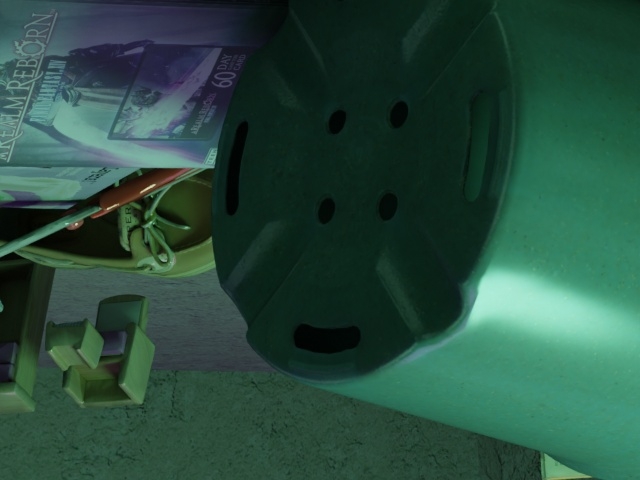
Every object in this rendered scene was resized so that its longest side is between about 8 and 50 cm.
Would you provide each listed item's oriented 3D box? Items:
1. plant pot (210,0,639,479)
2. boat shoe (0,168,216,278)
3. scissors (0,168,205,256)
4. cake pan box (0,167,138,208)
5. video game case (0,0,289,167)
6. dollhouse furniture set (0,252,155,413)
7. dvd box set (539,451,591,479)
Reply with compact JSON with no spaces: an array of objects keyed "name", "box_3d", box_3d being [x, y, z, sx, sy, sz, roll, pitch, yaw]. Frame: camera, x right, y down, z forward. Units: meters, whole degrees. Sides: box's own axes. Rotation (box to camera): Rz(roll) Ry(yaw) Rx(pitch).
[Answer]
[{"name":"plant pot","box_3d":[0.137,-0.015,1.062,0.334,0.341,0.341,13,163,-39]},{"name":"boat shoe","box_3d":[-0.184,-0.015,1.584,0.285,0.104,0.089,-9,172,35]},{"name":"scissors","box_3d":[-0.187,-0.021,1.420,0.297,0.021,0.109,-29,-177,-20]},{"name":"cake pan box","box_3d":[-0.255,-0.080,1.284,0.246,0.070,0.267,0,170,-29]},{"name":"video game case","box_3d":[-0.133,-0.103,1.102,0.274,0.026,0.196,-1,152,-22]},{"name":"dollhouse furniture set","box_3d":[-0.344,0.015,1.711,0.286,0.198,0.303,-5,148,17]},{"name":"dvd box set","box_3d":[0.379,0.031,1.429,0.421,0.307,0.062,-5,173,10]}]
